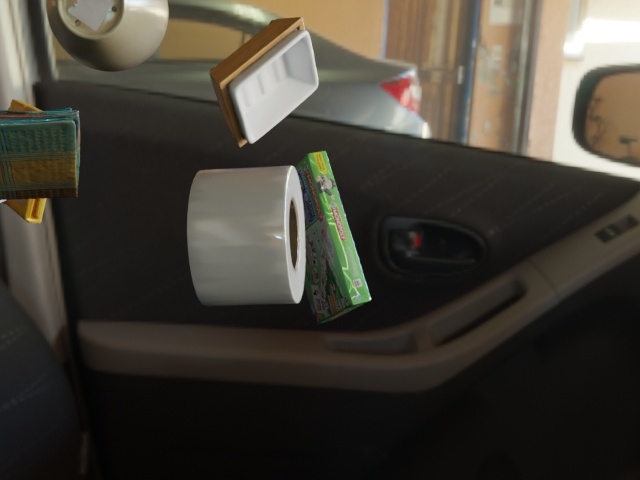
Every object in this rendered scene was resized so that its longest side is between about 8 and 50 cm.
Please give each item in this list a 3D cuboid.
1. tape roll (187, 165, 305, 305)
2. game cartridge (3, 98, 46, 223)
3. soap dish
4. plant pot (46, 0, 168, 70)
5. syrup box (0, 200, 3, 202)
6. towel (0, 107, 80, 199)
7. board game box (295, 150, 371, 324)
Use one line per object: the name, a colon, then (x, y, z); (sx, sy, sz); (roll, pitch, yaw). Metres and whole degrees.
tape roll: (-0.125, -0.007, 1.551); (0.169, 0.246, 0.246); (-2, 12, 6)
game cartridge: (-0.816, -0.224, 2.416); (0.052, 0.285, 0.323); (8, 11, -41)
soap dish: (-0.145, -0.412, 2.254); (0.118, 0.229, 0.291); (35, 67, 30)
plant pot: (-0.440, -0.465, 1.765); (0.256, 0.257, 0.274); (1, 12, -8)
syrup box: (-0.746, -0.144, 2.037); (0.093, 0.096, 0.237); (-8, 17, 20)
towel: (-0.624, -0.167, 1.771); (0.271, 0.040, 0.370); (-2, -20, -16)
board game box: (0.000, 0.000, 1.828); (0.046, 0.317, 0.213); (-12, -11, -24)
